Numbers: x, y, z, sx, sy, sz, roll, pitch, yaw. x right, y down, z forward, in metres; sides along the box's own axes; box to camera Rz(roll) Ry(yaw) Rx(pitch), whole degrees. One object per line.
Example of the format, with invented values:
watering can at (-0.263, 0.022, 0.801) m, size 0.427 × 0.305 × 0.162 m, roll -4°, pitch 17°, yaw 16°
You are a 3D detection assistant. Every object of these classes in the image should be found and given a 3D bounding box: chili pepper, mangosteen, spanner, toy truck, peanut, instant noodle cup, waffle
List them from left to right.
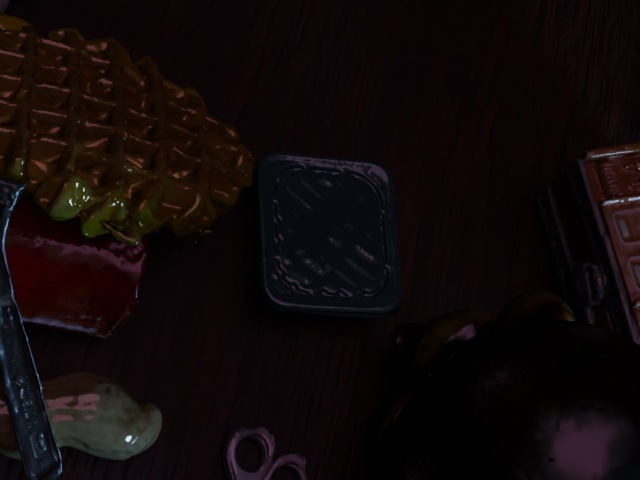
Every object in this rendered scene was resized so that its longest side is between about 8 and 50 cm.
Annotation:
chili pepper at (-0.329, -0.005, 1.036) m, size 0.338 × 0.134 × 0.131 m, roll 11°, pitch 56°, yaw -25°
spanner at (-0.268, 0.058, 0.967) m, size 0.093 × 0.026 × 0.325 m, roll -14°, pitch 105°, yaw -14°
peanut at (-0.235, 0.158, 1.053) m, size 0.187 × 0.082 × 0.082 m, roll 5°, pitch 68°, yaw -23°
waffle at (-0.213, -0.107, 1.092) m, size 0.329 × 0.062 × 0.329 m, roll 23°, pitch 31°, yaw -15°
instant noodle cup at (0.000, 0.000, 1.224) m, size 0.157 × 0.070 × 0.179 m, roll 5°, pitch 69°, yaw -21°
mangosteen at (0.195, 0.196, 1.126) m, size 0.307 × 0.306 × 0.347 m, roll -12°, pitch 45°, yaw -28°
toy truck at (0.389, 0.081, 1.315) m, size 0.207 × 0.173 × 0.387 m, roll -6°, pitch 70°, yaw -20°

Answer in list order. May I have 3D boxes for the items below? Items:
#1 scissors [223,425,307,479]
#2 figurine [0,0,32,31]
scissors at (-0.083, 0.268, 1.114) m, size 0.100 × 0.015 × 0.189 m, roll 39°, pitch 61°, yaw -9°
figurine at (-0.323, -0.292, 1.191) m, size 0.129 × 0.109 × 0.178 m, roll 42°, pitch 55°, yaw -35°
